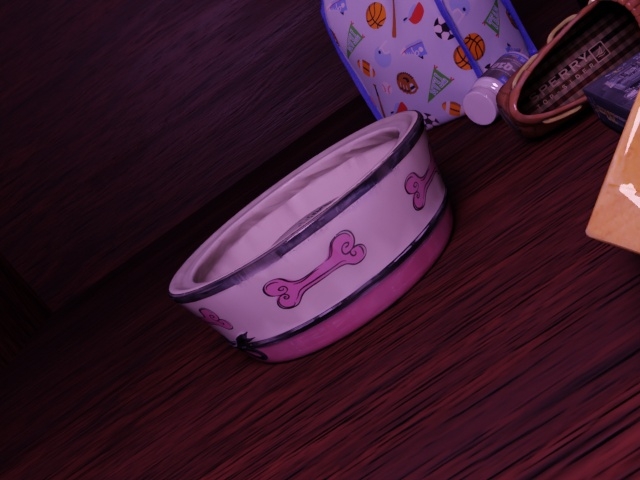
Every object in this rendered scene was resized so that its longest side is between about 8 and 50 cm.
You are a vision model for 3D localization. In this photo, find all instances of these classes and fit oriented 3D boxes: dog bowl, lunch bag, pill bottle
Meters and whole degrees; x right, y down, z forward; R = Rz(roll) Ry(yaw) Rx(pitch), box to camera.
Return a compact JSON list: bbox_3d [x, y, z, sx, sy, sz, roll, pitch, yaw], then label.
[{"bbox_3d":[0.000,0.000,0.928,0.408,0.150,0.408,-34,13,9],"label":"dog bowl"},{"bbox_3d":[0.204,-0.445,1.400,0.239,0.385,0.328,-46,16,-33],"label":"lunch bag"},{"bbox_3d":[0.313,-0.266,1.193,0.137,0.078,0.078,-45,16,-29],"label":"pill bottle"}]

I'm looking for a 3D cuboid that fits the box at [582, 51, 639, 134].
[{"bbox_3d":[0.429,-0.201,0.750,0.232,0.059,0.183,-33,14,15],"label":"box"}]

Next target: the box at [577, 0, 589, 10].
[{"bbox_3d":[0.533,-0.462,1.051,0.293,0.073,0.295,-18,-1,26],"label":"box"}]

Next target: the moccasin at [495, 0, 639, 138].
[{"bbox_3d":[0.397,-0.283,0.885,0.380,0.139,0.147,-33,-1,10],"label":"moccasin"}]

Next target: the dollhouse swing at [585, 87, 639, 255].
[{"bbox_3d":[0.344,-0.117,0.325,0.315,0.305,0.347,-5,-66,-65],"label":"dollhouse swing"}]
